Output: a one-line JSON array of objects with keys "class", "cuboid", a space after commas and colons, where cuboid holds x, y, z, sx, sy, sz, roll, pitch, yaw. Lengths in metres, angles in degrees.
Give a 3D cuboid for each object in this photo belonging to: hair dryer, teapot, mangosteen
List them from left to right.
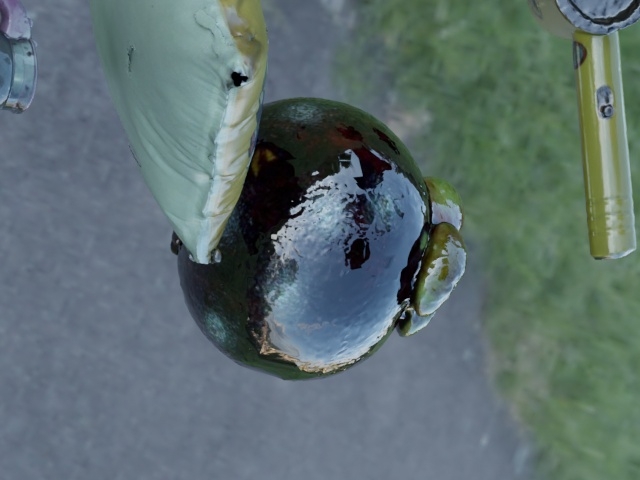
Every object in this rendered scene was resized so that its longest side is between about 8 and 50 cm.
[{"class": "teapot", "cuboid": [-0.353, -0.183, 1.656, 0.146, 0.116, 0.148, 3, 67, -33]}, {"class": "mangosteen", "cuboid": [0.000, 0.000, 1.595, 0.288, 0.288, 0.288, -37, 136, -45]}, {"class": "hair dryer", "cuboid": [0.236, -0.124, 1.434, 0.135, 0.090, 0.279, -149, -126, -84]}]

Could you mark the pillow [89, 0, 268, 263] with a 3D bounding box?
[{"class": "pillow", "cuboid": [-0.120, -0.178, 1.372, 0.119, 0.312, 0.310, -15, 155, -14]}]
